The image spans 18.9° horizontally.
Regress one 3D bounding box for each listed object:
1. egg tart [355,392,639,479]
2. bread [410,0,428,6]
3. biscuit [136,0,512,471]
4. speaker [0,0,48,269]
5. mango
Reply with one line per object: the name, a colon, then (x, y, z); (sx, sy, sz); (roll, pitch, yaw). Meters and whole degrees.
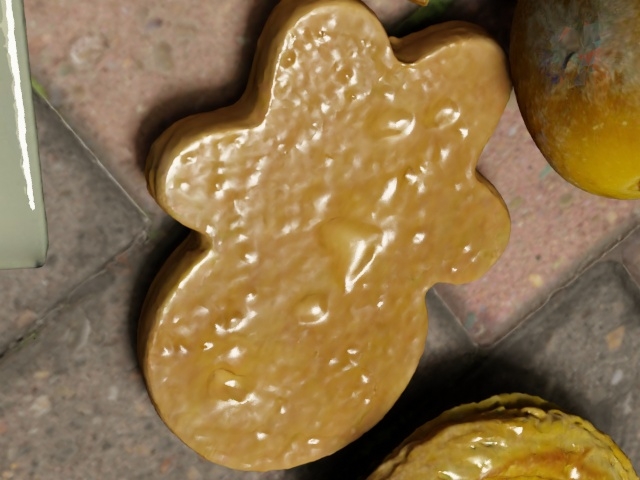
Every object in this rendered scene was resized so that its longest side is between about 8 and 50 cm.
egg tart: (0.104, 0.237, 1.439); (0.294, 0.123, 0.294); (-10, 117, -19)
bread: (0.047, -0.213, 1.275); (0.094, 0.035, 0.090); (21, 104, -26)
biscuit: (-0.001, -0.001, 1.335); (0.275, 0.052, 0.355); (9, 112, -25)
speaker: (-0.270, -0.178, 1.097); (0.184, 0.183, 0.406); (-7, 114, -11)
mango: (0.230, -0.180, 1.270); (0.146, 0.193, 0.316); (25, 79, -49)
